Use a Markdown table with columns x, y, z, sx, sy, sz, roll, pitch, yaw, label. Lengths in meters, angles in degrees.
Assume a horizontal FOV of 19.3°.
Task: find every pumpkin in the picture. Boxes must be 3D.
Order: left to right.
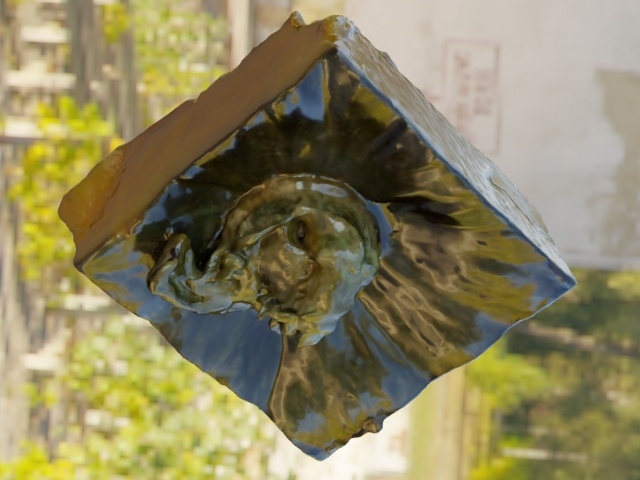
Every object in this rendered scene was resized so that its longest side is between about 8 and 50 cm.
| x | y | z | sx | sy | sz | roll | pitch | yaw | label |
| --- | --- | --- | --- | --- | --- | --- | --- | --- | --- |
| 0.000 | 0.000 | 0.388 | 0.083 | 0.074 | 0.054 | 42 | 22 | -27 | pumpkin |
